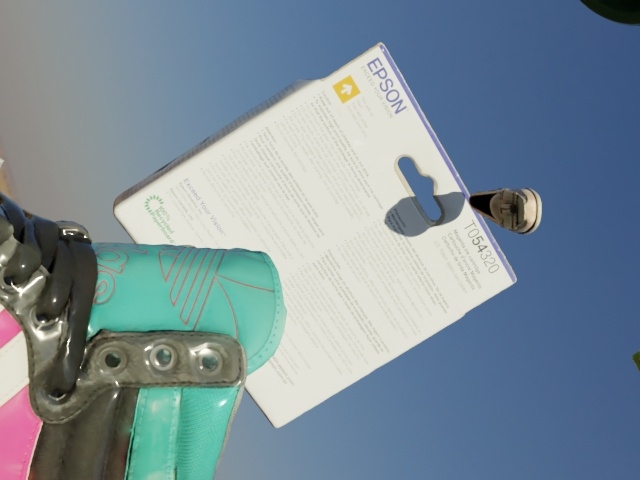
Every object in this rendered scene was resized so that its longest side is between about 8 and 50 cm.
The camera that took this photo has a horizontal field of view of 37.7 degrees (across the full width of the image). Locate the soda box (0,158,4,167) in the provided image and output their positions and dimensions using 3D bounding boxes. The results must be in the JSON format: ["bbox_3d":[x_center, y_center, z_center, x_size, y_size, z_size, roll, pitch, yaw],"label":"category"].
[{"bbox_3d":[-0.397,-0.040,0.810,0.098,0.091,0.286,-60,177,13],"label":"soda box"}]

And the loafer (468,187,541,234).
[{"bbox_3d":[0.177,-0.030,0.906,0.125,0.039,0.045,-134,-133,-81],"label":"loafer"}]

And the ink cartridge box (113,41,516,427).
[{"bbox_3d":[0.000,0.000,1.035,0.324,0.330,0.071,57,2,-21],"label":"ink cartridge box"}]

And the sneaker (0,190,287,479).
[{"bbox_3d":[-0.106,0.011,0.354,0.124,0.179,0.295,-123,-156,-59],"label":"sneaker"}]

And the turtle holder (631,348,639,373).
[{"bbox_3d":[0.488,0.219,1.008,0.243,0.228,0.320,124,-38,-57],"label":"turtle holder"}]

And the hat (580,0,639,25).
[{"bbox_3d":[0.423,-0.391,1.198,0.208,0.184,0.173,37,-38,30],"label":"hat"}]
